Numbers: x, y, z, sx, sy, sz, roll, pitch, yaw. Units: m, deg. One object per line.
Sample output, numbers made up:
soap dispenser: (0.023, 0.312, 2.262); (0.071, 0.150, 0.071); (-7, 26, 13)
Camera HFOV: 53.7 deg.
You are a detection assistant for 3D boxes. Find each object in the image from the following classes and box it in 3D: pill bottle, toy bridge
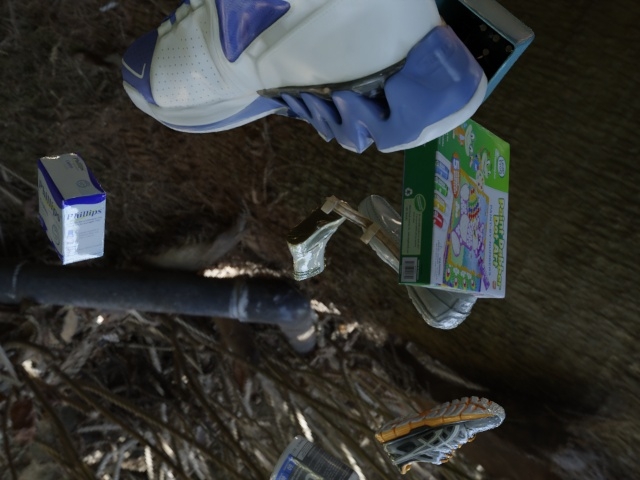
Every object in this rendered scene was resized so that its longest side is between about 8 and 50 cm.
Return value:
pill bottle: (0.005, 0.340, 0.880); (0.078, 0.137, 0.078); (-54, 163, -25)
toy bridge: (0.083, -0.013, 1.048); (0.026, 0.188, 0.063); (-53, 175, 20)

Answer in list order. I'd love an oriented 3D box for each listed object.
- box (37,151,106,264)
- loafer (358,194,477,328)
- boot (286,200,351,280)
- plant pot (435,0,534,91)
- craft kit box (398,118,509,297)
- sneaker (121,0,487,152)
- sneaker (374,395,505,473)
box: (-0.417, -0.054, 1.056); (0.072, 0.126, 0.137); (-15, 137, -36)
loafer: (0.183, 0.019, 1.199); (0.112, 0.319, 0.111); (1, 135, -46)
boot: (0.000, 0.000, 1.708); (0.213, 0.077, 0.165); (-37, 144, -27)
plant pot: (0.279, -0.352, 1.143); (0.234, 0.165, 0.166); (-35, 164, -48)
craft kit box: (0.201, -0.048, 0.915); (0.246, 0.061, 0.250); (12, 79, -54)
sneaker: (-0.041, -0.177, 0.443); (0.127, 0.315, 0.182); (-46, 130, -29)
sneaker: (0.195, 0.310, 1.008); (0.215, 0.083, 0.084); (-25, 172, 28)
